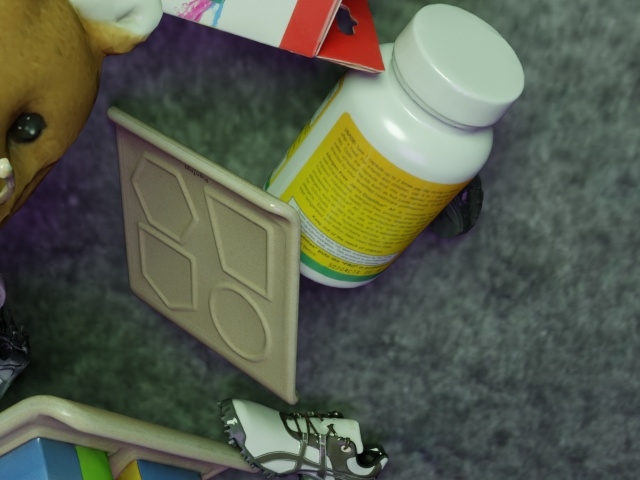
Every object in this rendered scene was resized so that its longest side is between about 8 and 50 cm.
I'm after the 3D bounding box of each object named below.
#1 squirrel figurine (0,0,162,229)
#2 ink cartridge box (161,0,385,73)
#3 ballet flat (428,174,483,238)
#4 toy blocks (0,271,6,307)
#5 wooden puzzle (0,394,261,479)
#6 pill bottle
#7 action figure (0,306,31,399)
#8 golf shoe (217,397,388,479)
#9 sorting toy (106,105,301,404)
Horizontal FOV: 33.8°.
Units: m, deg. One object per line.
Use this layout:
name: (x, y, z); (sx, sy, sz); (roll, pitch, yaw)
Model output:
squirrel figurine: (-0.223, -0.185, 0.436); (0.281, 0.397, 0.370); (-17, 154, 19)
ink cartridge box: (-0.059, -0.194, 0.658); (0.231, 0.134, 0.078); (14, 126, -17)
ballet flat: (0.099, -0.080, 0.831); (0.057, 0.049, 0.173); (12, 129, 25)
toy blocks: (-0.364, -0.040, 0.686); (0.288, 0.260, 0.309); (-26, 136, 22)
wooden puzzle: (-0.263, 0.255, 0.953); (0.347, 0.081, 0.322); (-25, 153, 17)
pill bottle: (0.049, -0.066, 0.756); (0.117, 0.118, 0.208); (20, 137, -20)
action figure: (-0.364, 0.119, 0.881); (0.275, 0.141, 0.164); (-31, 131, 28)
golf shoe: (-0.015, 0.189, 1.015); (0.094, 0.077, 0.198); (-41, 128, 12)
sorting toy: (-0.084, 0.010, 0.817); (0.038, 0.193, 0.208); (-36, 142, -34)
